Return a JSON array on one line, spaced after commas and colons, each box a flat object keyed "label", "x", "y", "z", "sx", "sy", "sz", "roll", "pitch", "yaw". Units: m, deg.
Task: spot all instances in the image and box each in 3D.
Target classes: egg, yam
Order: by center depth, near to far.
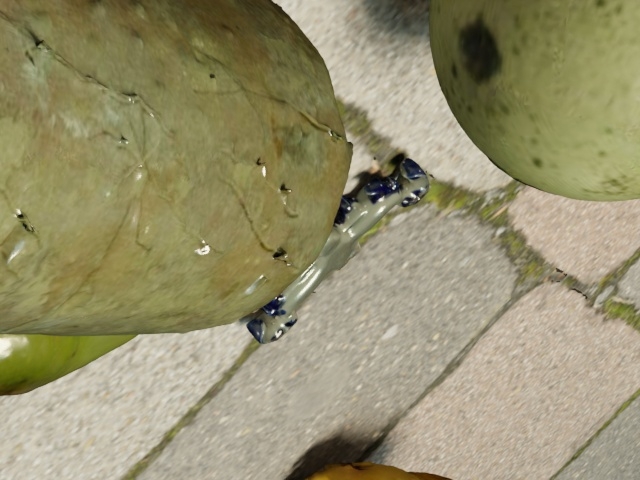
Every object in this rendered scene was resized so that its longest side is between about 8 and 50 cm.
[{"label": "yam", "x": -0.116, "y": -0.042, "z": 0.661, "sx": 0.161, "sy": 0.161, "sz": 0.268, "roll": -53, "pitch": 153, "yaw": 19}, {"label": "egg", "x": 0.152, "y": -0.127, "z": 0.897, "sx": 0.228, "sy": 0.177, "sz": 0.177, "roll": -59, "pitch": 153, "yaw": 4}]

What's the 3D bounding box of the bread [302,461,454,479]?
[{"label": "bread", "x": 0.016, "y": 0.272, "z": 1.291, "sx": 0.269, "sy": 0.195, "sz": 0.142, "roll": -42, "pitch": 148, "yaw": 7}]

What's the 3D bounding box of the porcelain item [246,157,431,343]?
[{"label": "porcelain item", "x": 0.000, "y": 0.000, "z": 1.046, "sx": 0.136, "sy": 0.021, "sz": 0.075, "roll": -45, "pitch": 154, "yaw": 5}]

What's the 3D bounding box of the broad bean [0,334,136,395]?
[{"label": "broad bean", "x": -0.201, "y": 0.049, "z": 0.776, "sx": 0.325, "sy": 0.067, "sz": 0.075, "roll": -9, "pitch": 138, "yaw": -35}]
